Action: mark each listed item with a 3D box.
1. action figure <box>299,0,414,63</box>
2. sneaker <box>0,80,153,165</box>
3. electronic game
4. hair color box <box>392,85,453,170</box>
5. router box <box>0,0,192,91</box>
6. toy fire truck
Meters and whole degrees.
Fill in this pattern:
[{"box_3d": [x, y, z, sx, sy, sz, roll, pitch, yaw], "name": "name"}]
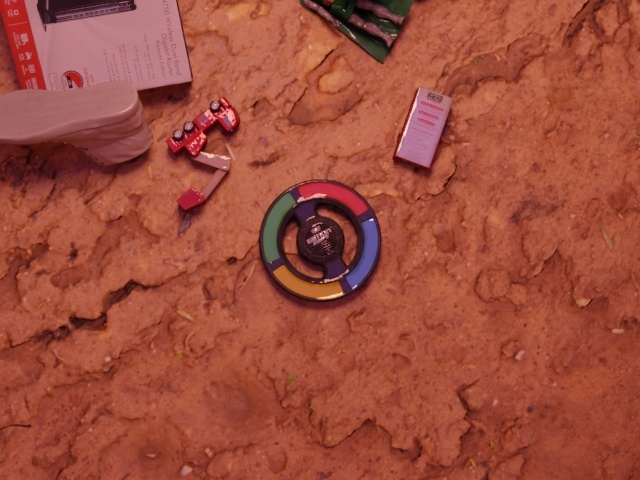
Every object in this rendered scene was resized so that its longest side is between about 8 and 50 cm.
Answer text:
[{"box_3d": [0.044, -0.444, 1.549, 0.232, 0.063, 0.137, 28, 110, 3], "name": "action figure"}, {"box_3d": [-0.446, -0.186, 1.460, 0.292, 0.169, 0.108, -5, 63, 2], "name": "sneaker"}, {"box_3d": [0.000, 0.000, 1.536, 0.229, 0.048, 0.229, 0, 87, -3], "name": "electronic game"}, {"box_3d": [0.193, -0.211, 1.561, 0.072, 0.043, 0.141, 20, 87, -2], "name": "hair color box"}, {"box_3d": [-0.406, -0.426, 1.463, 0.301, 0.082, 0.336, -11, 107, -4], "name": "router box"}, {"box_3d": [-0.212, -0.159, 1.531, 0.192, 0.047, 0.135, -38, 90, -5], "name": "toy fire truck"}]
